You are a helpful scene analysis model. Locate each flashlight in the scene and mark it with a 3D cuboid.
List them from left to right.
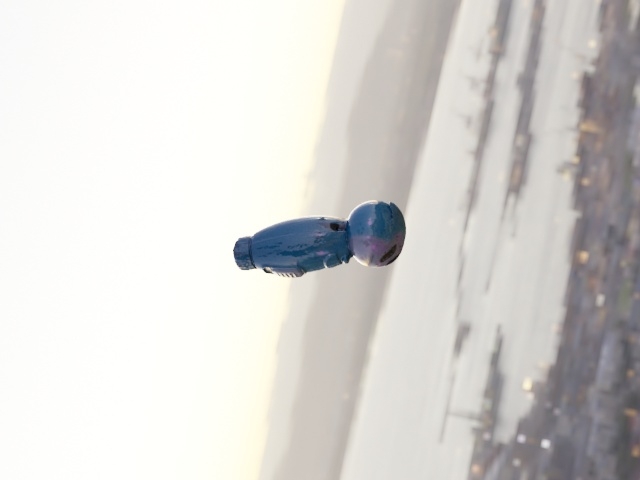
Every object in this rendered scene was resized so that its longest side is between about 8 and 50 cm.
[{"bbox_3d":[0.000,0.000,1.149,0.051,0.129,0.051,-7,-90,-73],"label":"flashlight"}]
